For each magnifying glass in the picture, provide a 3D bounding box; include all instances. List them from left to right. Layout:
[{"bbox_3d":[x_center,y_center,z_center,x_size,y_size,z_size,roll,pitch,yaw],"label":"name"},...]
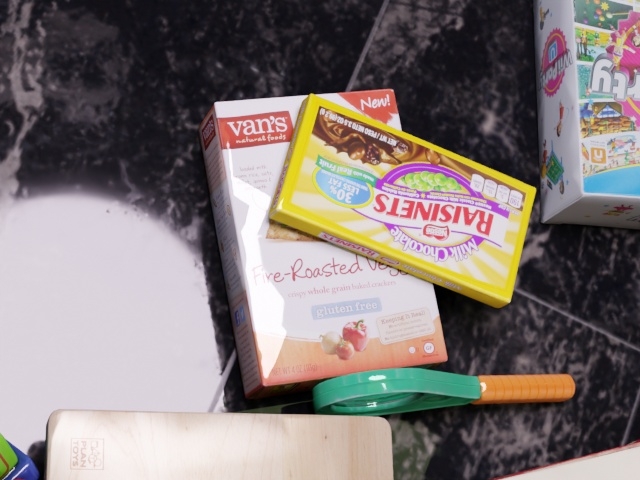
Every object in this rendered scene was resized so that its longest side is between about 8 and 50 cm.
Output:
[{"bbox_3d":[0.101,0.121,1.213,0.230,0.092,0.026,-1,72,-27],"label":"magnifying glass"}]

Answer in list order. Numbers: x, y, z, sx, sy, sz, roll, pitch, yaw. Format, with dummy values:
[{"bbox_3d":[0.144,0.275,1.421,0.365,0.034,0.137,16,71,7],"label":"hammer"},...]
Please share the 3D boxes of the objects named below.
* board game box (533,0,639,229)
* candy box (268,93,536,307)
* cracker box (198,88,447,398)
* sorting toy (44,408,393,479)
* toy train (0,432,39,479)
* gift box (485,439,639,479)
[{"bbox_3d":[0.306,-0.162,1.340,0.224,0.097,0.304,4,75,-15],"label":"board game box"},{"bbox_3d":[0.068,-0.030,1.199,0.205,0.027,0.105,21,71,-14],"label":"candy box"},{"bbox_3d":[0.000,0.000,1.220,0.155,0.067,0.232,-7,76,-19],"label":"cracker box"},{"bbox_3d":[-0.078,0.261,1.111,0.255,0.089,0.257,3,73,-15],"label":"sorting toy"},{"bbox_3d":[-0.316,0.196,1.017,0.105,0.143,0.248,28,62,37],"label":"toy train"},{"bbox_3d":[0.229,0.273,1.104,0.258,0.276,0.255,-10,83,-20],"label":"gift box"}]
